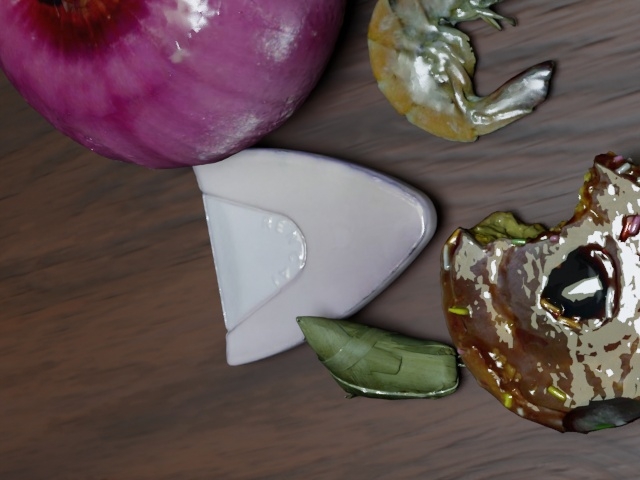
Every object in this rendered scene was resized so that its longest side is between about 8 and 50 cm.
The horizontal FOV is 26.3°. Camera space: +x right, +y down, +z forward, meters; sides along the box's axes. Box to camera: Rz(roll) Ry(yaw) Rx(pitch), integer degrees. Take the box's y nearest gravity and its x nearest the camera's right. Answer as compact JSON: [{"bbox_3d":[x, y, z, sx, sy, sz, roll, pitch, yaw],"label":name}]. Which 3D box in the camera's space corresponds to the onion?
[{"bbox_3d":[-0.157,-0.227,1.203,0.358,0.345,0.358,20,134,22],"label":"onion"}]

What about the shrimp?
[{"bbox_3d":[0.169,-0.204,1.178,0.296,0.058,0.169,-37,83,26],"label":"shrimp"}]

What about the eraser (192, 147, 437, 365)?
[{"bbox_3d":[0.001,0.000,1.259,0.243,0.059,0.204,-11,86,30],"label":"eraser"}]

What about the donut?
[{"bbox_3d":[0.222,0.045,1.131,0.230,0.096,0.216,-39,77,22],"label":"donut"}]

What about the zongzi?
[{"bbox_3d":[0.068,0.097,1.193,0.154,0.130,0.062,0,59,26],"label":"zongzi"}]
